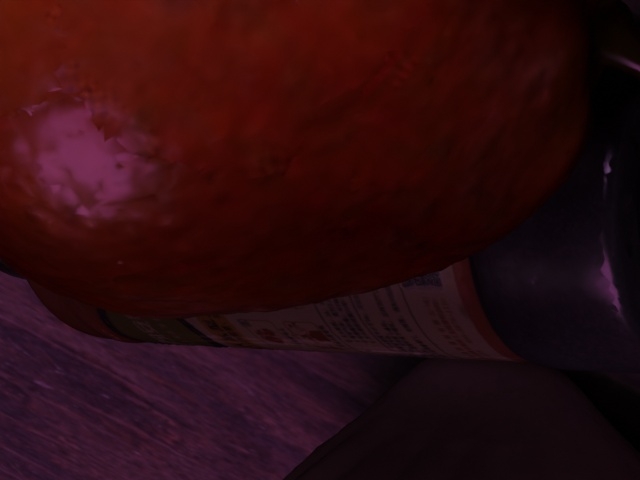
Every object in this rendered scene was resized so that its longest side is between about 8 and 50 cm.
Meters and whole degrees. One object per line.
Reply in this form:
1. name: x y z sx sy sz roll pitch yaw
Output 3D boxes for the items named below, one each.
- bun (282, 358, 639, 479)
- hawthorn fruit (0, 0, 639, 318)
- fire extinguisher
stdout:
1. bun: 0.079 0.141 0.933 0.263 0.175 0.263 5 -179 0
2. hawthorn fruit: -0.010 -0.079 0.613 0.261 0.224 0.224 4 148 0
3. fire extinguisher: -0.005 0.008 0.821 0.376 0.113 0.200 3 143 36
